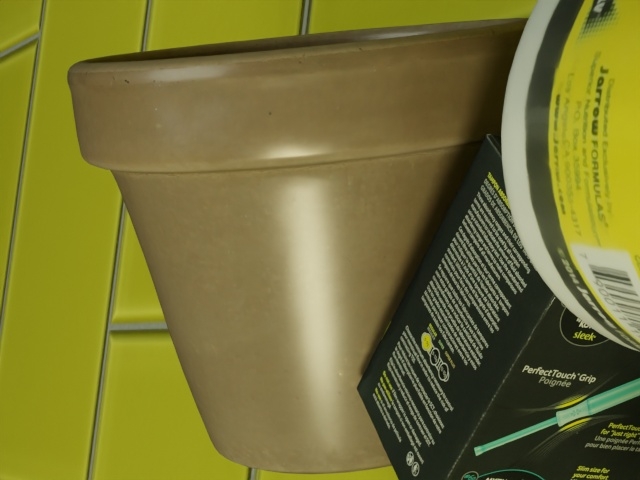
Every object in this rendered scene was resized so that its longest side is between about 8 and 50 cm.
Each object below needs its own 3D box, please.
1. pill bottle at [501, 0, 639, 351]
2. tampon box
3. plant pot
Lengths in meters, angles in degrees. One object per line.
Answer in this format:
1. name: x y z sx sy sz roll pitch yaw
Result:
1. pill bottle: 0.220 -0.030 0.521 0.334 0.188 0.188 12 92 62
2. tampon box: 0.112 0.049 0.774 0.161 0.120 0.101 -64 32 28
3. plant pot: 0.000 0.000 0.909 0.263 0.263 0.229 14 112 63
